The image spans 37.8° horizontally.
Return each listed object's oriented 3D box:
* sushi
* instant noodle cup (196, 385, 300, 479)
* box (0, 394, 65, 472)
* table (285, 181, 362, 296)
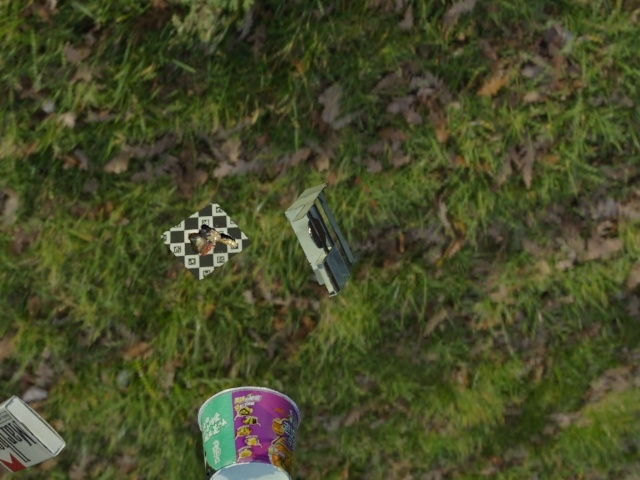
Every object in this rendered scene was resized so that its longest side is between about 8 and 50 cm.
[{"bbox_3d":[-0.209,0.005,1.711,0.120,0.126,0.026,48,160,21],"label":"sushi"},{"bbox_3d":[-0.164,0.486,2.155,0.251,0.190,0.251,-2,133,-2],"label":"instant noodle cup"},{"bbox_3d":[-0.490,0.313,1.502,0.115,0.036,0.177,48,138,-13],"label":"box"},{"bbox_3d":[0.000,0.000,1.609,0.062,0.175,0.146,-18,107,26],"label":"table"}]
